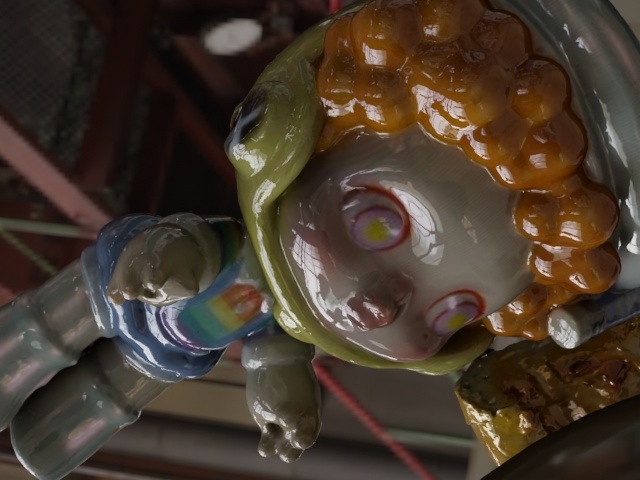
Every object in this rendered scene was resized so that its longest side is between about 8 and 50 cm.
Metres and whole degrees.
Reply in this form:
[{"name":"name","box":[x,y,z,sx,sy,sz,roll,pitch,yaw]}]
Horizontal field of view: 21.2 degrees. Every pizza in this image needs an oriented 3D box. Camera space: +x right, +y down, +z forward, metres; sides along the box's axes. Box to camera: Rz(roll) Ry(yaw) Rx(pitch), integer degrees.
[{"name":"pizza","box":[0.177,0.101,0.955,0.134,0.056,0.271,-49,-45,10]}]

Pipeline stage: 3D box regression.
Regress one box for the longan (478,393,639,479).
[{"name":"longan","box":[0.119,0.167,0.383,0.243,0.300,0.300,-31,-55,-79]}]

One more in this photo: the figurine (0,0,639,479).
[{"name":"figurine","box":[-0.017,-0.021,0.865,0.205,0.382,0.224,-99,-10,-55]}]
